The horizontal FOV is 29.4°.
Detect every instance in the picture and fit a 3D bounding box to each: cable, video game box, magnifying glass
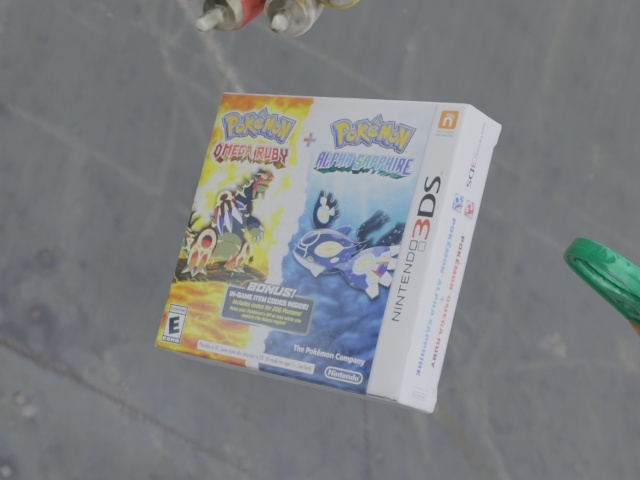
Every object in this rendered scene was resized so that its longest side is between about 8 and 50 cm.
[{"bbox_3d":[-0.003,-0.192,0.867,0.287,0.139,0.072,-39,120,-63],"label":"cable"},{"bbox_3d":[0.000,0.000,0.788,0.048,0.205,0.187,28,73,-51],"label":"video game box"},{"bbox_3d":[0.283,0.061,1.102,0.092,0.026,0.231,32,-5,39],"label":"magnifying glass"}]
